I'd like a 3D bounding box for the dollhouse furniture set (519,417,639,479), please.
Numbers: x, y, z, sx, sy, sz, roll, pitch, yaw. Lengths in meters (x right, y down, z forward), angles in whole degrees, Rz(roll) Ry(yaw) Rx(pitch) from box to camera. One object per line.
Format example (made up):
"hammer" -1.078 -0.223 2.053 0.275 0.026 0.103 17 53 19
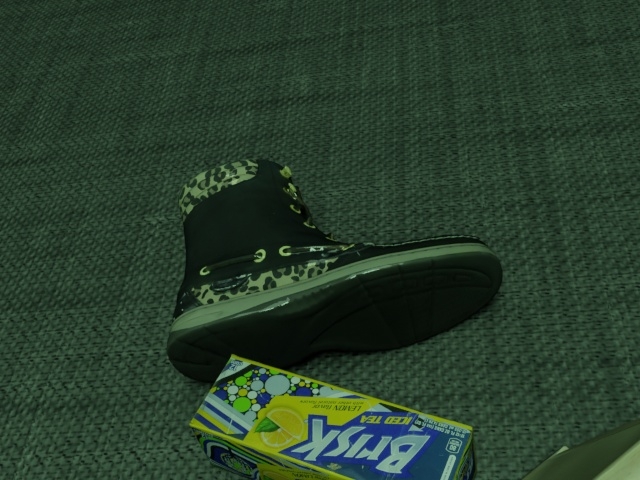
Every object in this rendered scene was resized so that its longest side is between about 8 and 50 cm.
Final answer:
"dollhouse furniture set" 0.137 0.261 0.318 0.286 0.198 0.303 -34 72 -12

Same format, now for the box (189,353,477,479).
"box" 0.008 0.128 0.508 0.168 0.054 0.059 12 51 25

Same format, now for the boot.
"boot" -0.001 -0.001 0.613 0.236 0.085 0.179 -15 43 2
